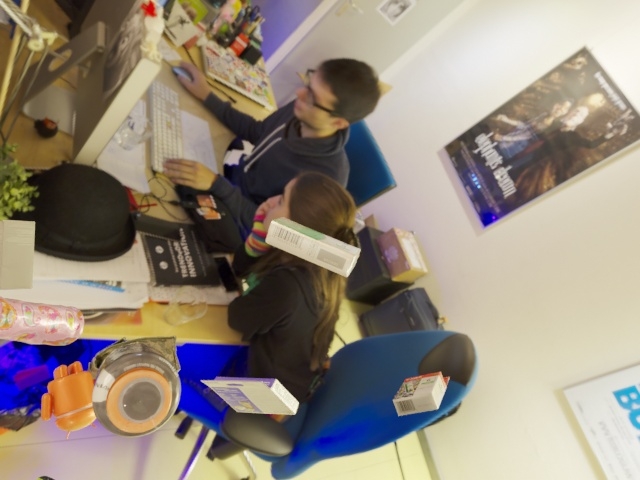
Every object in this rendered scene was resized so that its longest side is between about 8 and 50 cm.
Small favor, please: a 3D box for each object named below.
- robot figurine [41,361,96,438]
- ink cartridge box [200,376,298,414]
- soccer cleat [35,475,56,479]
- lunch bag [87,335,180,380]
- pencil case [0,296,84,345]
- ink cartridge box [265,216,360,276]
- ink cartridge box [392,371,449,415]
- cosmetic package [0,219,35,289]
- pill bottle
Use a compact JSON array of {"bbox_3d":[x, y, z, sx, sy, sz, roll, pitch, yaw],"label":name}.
[{"bbox_3d":[-0.782,0.501,1.393,0.158,0.128,0.219,67,3,-78],"label":"robot figurine"},{"bbox_3d":[-0.197,0.427,1.245,0.208,0.207,0.045,60,33,-40],"label":"ink cartridge box"},{"bbox_3d":[-0.533,0.562,0.947,0.179,0.060,0.072,32,13,9],"label":"soccer cleat"},{"bbox_3d":[-0.684,0.459,1.582,0.287,0.235,0.168,4,51,-33],"label":"lunch bag"},{"bbox_3d":[-0.775,0.213,1.170,0.124,0.124,0.284,69,10,21],"label":"pencil case"},{"bbox_3d":[0.000,0.000,0.959,0.181,0.056,0.225,23,14,8],"label":"ink cartridge box"},{"bbox_3d":[0.160,0.231,0.689,0.115,0.063,0.029,-17,86,-64],"label":"ink cartridge box"},{"bbox_3d":[-1.059,0.053,1.516,0.107,0.127,0.237,1,87,-49],"label":"cosmetic package"},{"bbox_3d":[-0.306,0.244,0.734,0.131,0.246,0.130,4,80,-24],"label":"pill bottle"}]
